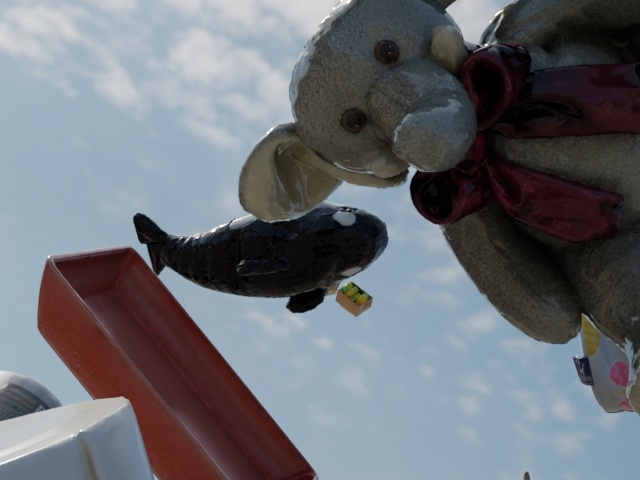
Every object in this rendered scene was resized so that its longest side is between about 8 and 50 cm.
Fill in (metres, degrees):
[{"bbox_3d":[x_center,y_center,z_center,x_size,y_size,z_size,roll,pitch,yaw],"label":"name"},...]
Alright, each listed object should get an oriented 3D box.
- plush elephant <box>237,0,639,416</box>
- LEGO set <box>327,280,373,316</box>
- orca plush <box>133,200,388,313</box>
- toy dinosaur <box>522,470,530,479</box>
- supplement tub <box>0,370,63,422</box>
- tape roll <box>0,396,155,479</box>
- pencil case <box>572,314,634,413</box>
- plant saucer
[{"bbox_3d":[0.100,-0.080,0.743,0.255,0.271,0.330,6,22,-26],"label":"plush elephant"},{"bbox_3d":[0.000,0.000,1.932,0.132,0.107,0.287,17,21,-29],"label":"LEGO set"},{"bbox_3d":[-0.077,0.004,1.307,0.287,0.151,0.102,11,10,15],"label":"orca plush"},{"bbox_3d":[0.207,0.344,1.058,0.200,0.127,0.295,59,4,-25],"label":"toy dinosaur"},{"bbox_3d":[-0.424,0.290,1.413,0.194,0.193,0.316,28,13,-2],"label":"supplement tub"},{"bbox_3d":[-0.205,0.157,0.529,0.286,0.286,0.100,-17,-92,54],"label":"tape roll"},{"bbox_3d":[0.354,0.066,1.023,0.273,0.113,0.124,-13,-86,17],"label":"pencil case"},{"bbox_3d":[-0.106,0.119,0.898,0.258,0.048,0.259,51,4,1],"label":"plant saucer"}]
